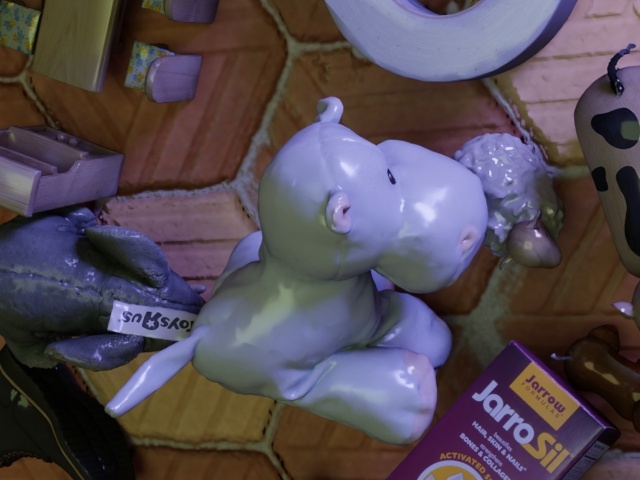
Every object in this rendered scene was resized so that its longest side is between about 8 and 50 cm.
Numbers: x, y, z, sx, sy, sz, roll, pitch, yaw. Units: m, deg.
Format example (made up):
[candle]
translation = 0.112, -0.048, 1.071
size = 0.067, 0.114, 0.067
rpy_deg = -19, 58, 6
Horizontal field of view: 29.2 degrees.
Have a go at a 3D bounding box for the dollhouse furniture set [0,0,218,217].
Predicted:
[dollhouse furniture set]
translation = -0.240, -0.160, 1.114
size = 0.212, 0.161, 0.242
rpy_deg = 20, 105, 17

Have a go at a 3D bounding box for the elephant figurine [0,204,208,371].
[elephant figurine]
translation = -0.184, 0.049, 1.114
size = 0.239, 0.186, 0.169
rpy_deg = 13, 125, 29

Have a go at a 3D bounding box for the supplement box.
[supplement box]
translation = 0.137, 0.186, 0.990
size = 0.104, 0.081, 0.188
rpy_deg = 43, 96, 24

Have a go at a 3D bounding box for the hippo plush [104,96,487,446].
[hippo plush]
translation = 0.000, 0.000, 0.978
size = 0.294, 0.234, 0.237
rpy_deg = 11, 122, -16

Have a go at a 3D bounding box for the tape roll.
[tape roll]
translation = 0.108, -0.241, 1.016
size = 0.219, 0.072, 0.219
rpy_deg = 4, 100, 20

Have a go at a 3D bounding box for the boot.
[boot]
translation = -0.281, 0.212, 1.246
size = 0.137, 0.077, 0.198
rpy_deg = -49, 67, 25

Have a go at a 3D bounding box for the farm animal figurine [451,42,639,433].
[farm animal figurine]
translation = 0.291, -0.001, 0.929
size = 0.330, 0.172, 0.327
rpy_deg = -34, 86, 22
